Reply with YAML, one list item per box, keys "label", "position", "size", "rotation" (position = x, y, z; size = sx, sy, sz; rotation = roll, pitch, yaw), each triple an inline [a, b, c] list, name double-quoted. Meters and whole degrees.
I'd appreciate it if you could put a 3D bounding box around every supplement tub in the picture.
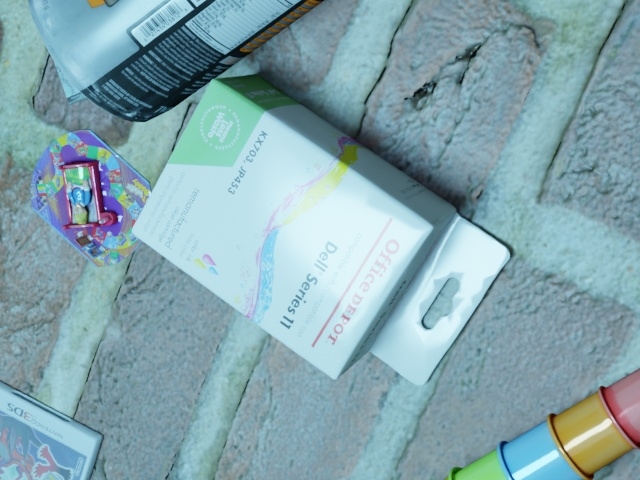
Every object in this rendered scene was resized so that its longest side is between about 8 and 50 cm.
- label: "supplement tub"
  position: [-0.116, -0.288, 1.128]
  size: [0.338, 0.207, 0.207]
  rotation: [-32, 88, 21]

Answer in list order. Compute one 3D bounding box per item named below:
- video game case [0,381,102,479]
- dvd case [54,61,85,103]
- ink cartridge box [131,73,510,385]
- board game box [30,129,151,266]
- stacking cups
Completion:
- label: "video game case"
  position: [-0.389, 0.301, 1.429]
  size: [0.183, 0.023, 0.201]
  rotation: [24, 107, 14]
- label: "dvd case"
  position: [-0.280, -0.232, 1.300]
  size: [0.087, 0.013, 0.119]
  rotation: [-17, 94, 22]
- label: "ink cartridge box"
  position: [0.000, 0.000, 1.183]
  size: [0.353, 0.119, 0.207]
  rotation: [34, 109, 11]
- label: "board game box"
  position: [-0.284, -0.050, 1.324]
  size: [0.168, 0.033, 0.133]
  rotation: [41, 110, 8]
- label: "stacking cups"
  position: [0.239, 0.239, 1.156]
  size: [0.316, 0.096, 0.096]
  rotation: [-34, 87, 21]
